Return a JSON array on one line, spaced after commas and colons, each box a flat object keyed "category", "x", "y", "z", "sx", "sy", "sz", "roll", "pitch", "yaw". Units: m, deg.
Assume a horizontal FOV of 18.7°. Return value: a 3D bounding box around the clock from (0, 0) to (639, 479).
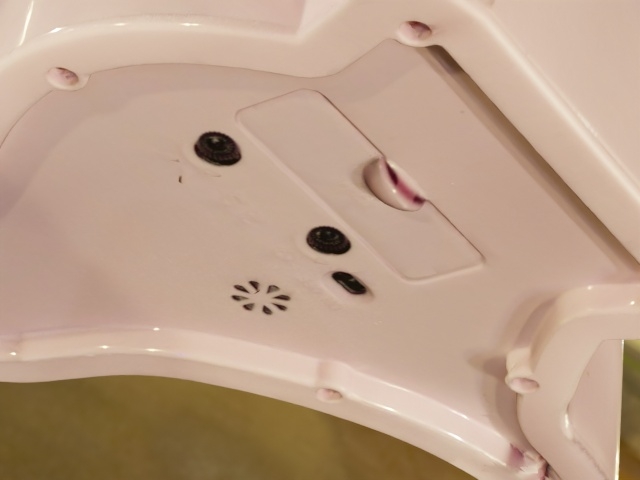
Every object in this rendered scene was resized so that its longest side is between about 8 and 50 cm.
[{"category": "clock", "x": 0.000, "y": 0.000, "z": 0.621, "sx": 0.275, "sy": 0.080, "sz": 0.290, "roll": -18, "pitch": -44, "yaw": 36}]
